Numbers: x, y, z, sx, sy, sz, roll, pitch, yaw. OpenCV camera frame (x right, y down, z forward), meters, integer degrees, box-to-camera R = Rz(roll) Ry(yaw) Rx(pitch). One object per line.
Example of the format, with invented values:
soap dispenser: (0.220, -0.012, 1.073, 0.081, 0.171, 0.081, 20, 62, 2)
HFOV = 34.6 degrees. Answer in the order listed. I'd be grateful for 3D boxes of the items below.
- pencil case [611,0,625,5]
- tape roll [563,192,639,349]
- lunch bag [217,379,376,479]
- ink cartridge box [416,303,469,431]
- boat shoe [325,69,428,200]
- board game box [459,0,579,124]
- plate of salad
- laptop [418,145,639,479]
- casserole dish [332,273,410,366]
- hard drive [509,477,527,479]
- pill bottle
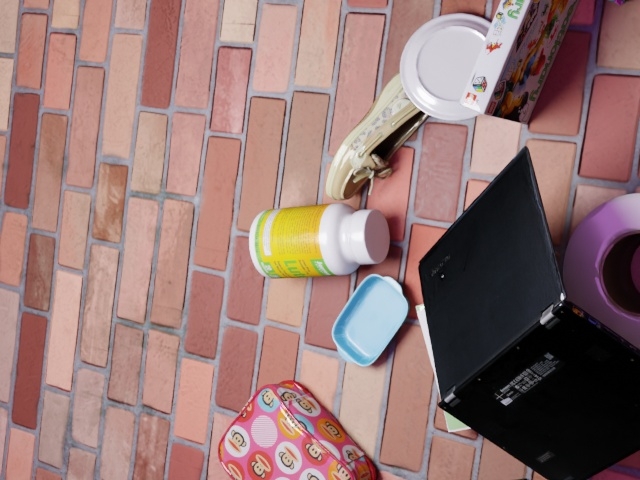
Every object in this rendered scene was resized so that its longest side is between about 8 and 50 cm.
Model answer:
pencil case: (0.501, -0.461, 1.666, 0.070, 0.064, 0.151, 48, 117, 50)
tape roll: (0.521, 0.049, 1.599, 0.246, 0.169, 0.246, 1, 92, 32)
lunch bag: (-0.060, 0.447, 1.993, 0.293, 0.120, 0.258, 46, 113, 22)
ink cartridge box: (0.279, 0.207, 1.819, 0.171, 0.056, 0.235, -18, 85, 31)
boat shoe: (0.111, -0.181, 1.888, 0.089, 0.104, 0.285, 40, 107, 21)
board game box: (0.344, -0.347, 1.690, 0.053, 0.193, 0.305, 29, 106, 29)
plate of salad: (0.242, -0.307, 1.827, 0.200, 0.048, 0.199, -2, 79, 12)
laptop: (0.358, 0.139, 1.628, 0.408, 0.236, 0.382, 34, 142, -1)
casserole dish: (0.099, 0.150, 1.940, 0.114, 0.037, 0.188, 41, 112, 24)
hard drive: (0.312, 0.478, 1.820, 0.135, 0.022, 0.094, -16, 82, 31)
pill bottle: (0.000, 0.000, 1.940, 0.246, 0.136, 0.136, -4, 88, 32)
